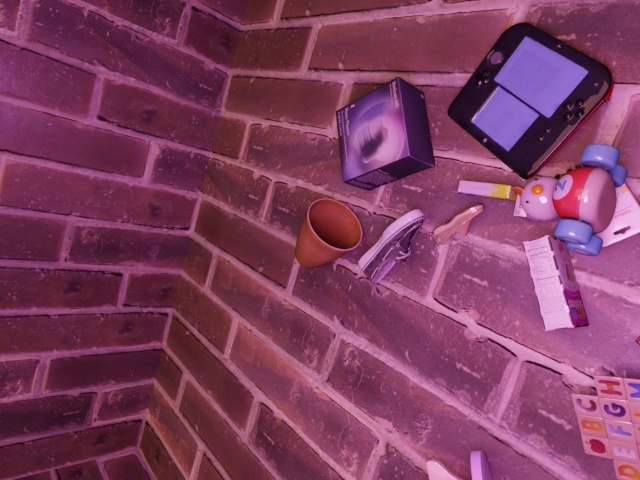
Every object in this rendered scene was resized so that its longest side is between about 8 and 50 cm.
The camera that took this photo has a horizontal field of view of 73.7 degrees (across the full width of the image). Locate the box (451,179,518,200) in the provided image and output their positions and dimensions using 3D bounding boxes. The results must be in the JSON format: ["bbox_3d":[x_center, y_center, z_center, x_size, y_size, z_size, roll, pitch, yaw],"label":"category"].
[{"bbox_3d":[0.505,-0.150,1.290,0.178,0.108,0.043,16,100,44],"label":"box"}]

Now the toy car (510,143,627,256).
[{"bbox_3d":[0.575,-0.106,1.050,0.237,0.210,0.220,18,87,45],"label":"toy car"}]

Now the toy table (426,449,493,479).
[{"bbox_3d":[0.403,0.742,1.196,0.160,0.252,0.275,-17,63,24],"label":"toy table"}]

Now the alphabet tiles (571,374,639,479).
[{"bbox_3d":[0.761,0.435,0.940,0.342,0.011,0.286,-8,104,44],"label":"alphabet tiles"}]

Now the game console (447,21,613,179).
[{"bbox_3d":[0.601,-0.423,1.271,0.342,0.060,0.387,-52,52,26],"label":"game console"}]

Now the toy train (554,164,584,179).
[{"bbox_3d":[0.659,-0.163,1.200,0.158,0.027,0.036,-29,76,38],"label":"toy train"}]

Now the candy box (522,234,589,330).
[{"bbox_3d":[0.613,0.112,1.112,0.071,0.159,0.234,-20,70,40],"label":"candy box"}]

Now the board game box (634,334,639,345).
[{"bbox_3d":[0.828,0.245,0.874,0.281,0.027,0.145,38,93,16],"label":"board game box"}]

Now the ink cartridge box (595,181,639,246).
[{"bbox_3d":[0.732,-0.090,1.088,0.115,0.067,0.198,-34,60,37],"label":"ink cartridge box"}]

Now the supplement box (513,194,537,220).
[{"bbox_3d":[0.587,-0.092,1.208,0.036,0.098,0.062,12,92,45],"label":"supplement box"}]

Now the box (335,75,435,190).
[{"bbox_3d":[0.226,-0.375,1.549,0.293,0.182,0.297,-17,73,41],"label":"box"}]

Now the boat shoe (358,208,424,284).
[{"bbox_3d":[0.268,0.030,1.511,0.119,0.121,0.335,57,133,24],"label":"boat shoe"}]

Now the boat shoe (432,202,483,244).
[{"bbox_3d":[0.451,-0.047,1.369,0.190,0.068,0.072,-41,70,45],"label":"boat shoe"}]

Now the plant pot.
[{"bbox_3d":[0.000,0.000,1.707,0.254,0.237,0.237,-48,53,46],"label":"plant pot"}]
